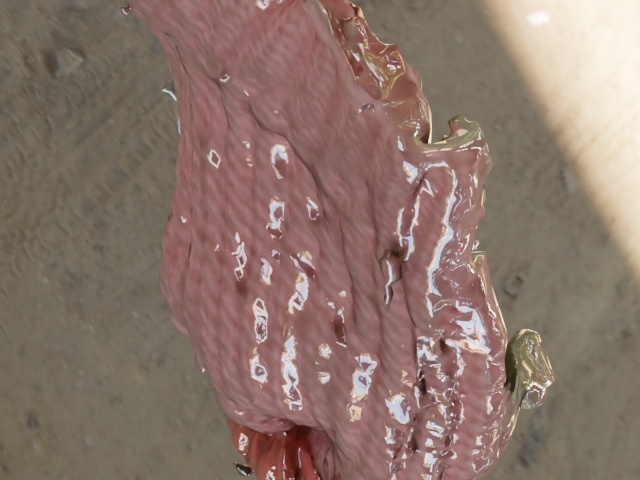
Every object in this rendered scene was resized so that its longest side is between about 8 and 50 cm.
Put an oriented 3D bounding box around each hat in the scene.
[{"bbox_3d":[0.000,0.000,0.484,0.107,0.237,0.286,-19,133,-12],"label":"hat"}]
